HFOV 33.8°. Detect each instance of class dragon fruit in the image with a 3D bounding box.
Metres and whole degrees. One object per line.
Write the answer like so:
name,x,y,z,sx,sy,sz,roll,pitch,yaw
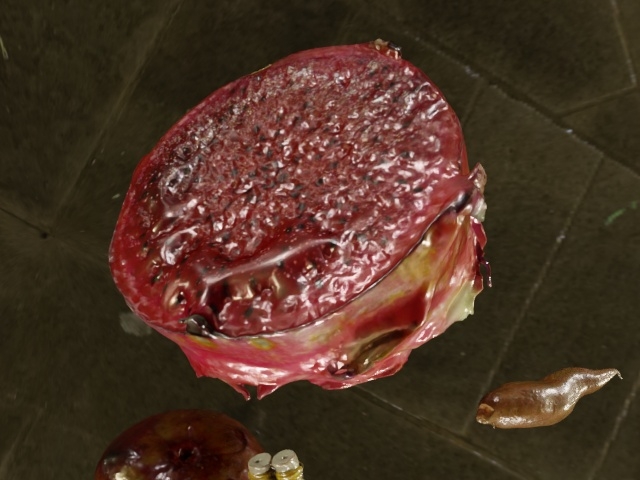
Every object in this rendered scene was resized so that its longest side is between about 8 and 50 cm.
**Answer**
dragon fruit,0.000,0.000,1.041,0.371,0.386,0.249,-63,142,-26

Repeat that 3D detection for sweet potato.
sweet potato,0.246,0.166,1.123,0.194,0.056,0.056,-14,94,-26

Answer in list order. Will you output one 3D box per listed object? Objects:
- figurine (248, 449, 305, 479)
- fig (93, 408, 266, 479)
figurine,-0.025,0.235,0.821,0.101,0.068,0.143,-35,98,17
fig,-0.170,0.308,1.093,0.190,0.191,0.290,30,111,-12
